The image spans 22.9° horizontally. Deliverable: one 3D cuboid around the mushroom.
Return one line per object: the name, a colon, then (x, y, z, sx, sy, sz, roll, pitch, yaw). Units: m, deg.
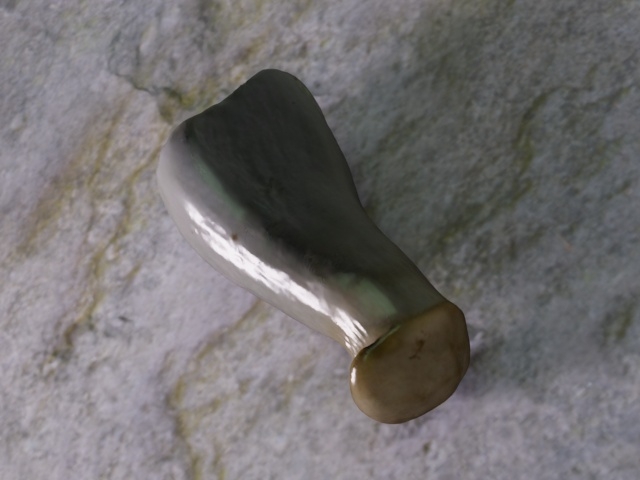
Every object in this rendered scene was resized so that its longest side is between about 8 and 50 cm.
mushroom: (0.000, 0.000, 1.251, 0.159, 0.122, 0.329, -47, 57, 5)
